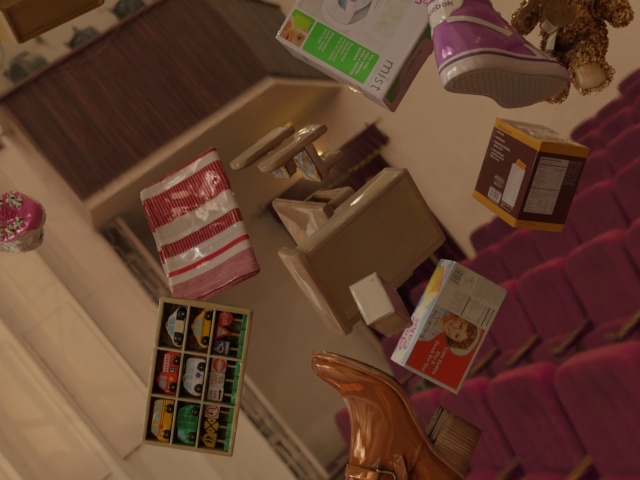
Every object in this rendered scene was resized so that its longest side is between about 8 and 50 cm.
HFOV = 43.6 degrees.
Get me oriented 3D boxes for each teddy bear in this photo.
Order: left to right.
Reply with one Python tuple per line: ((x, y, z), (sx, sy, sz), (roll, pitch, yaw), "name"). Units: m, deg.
((0.493, -0.432, 1.568), (0.113, 0.338, 0.245), (6, -26, -37), "teddy bear")

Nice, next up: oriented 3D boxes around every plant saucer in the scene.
((-0.633, -0.575, 1.859), (0.332, 0.081, 0.333), (-30, 3, -12), "plant saucer")

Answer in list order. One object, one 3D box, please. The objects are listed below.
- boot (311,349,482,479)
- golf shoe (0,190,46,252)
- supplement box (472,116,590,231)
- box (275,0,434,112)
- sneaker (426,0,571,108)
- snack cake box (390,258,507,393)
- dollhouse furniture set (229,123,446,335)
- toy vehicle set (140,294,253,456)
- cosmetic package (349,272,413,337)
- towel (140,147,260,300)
((0.069, 0.304, 1.157), (0.220, 0.283, 0.109), (-59, 4, -6), "boot")
((-0.650, -0.033, 1.733), (0.140, 0.115, 0.306), (11, -15, -42), "golf shoe")
((0.460, -0.148, 1.770), (0.191, 0.129, 0.194), (-128, 47, -59), "supplement box")
((0.094, -0.399, 1.407), (0.262, 0.231, 0.127), (-58, -15, 6), "box")
((0.249, -0.280, 1.110), (0.102, 0.161, 0.282), (-26, -18, 36), "sneaker")
((0.294, 0.194, 1.824), (0.264, 0.152, 0.089), (-62, 14, -5), "snack cake box")
((0.000, 0.000, 1.498), (0.256, 0.362, 0.394), (-40, 22, -20), "dollhouse furniture set")
((-0.219, 0.241, 1.427), (0.035, 0.166, 0.267), (-110, 28, -86), "toy vehicle set")
((0.081, 0.087, 1.050), (0.041, 0.060, 0.115), (-29, -23, 10), "cosmetic package")
((-0.290, -0.026, 1.881), (0.237, 0.329, 0.037), (-27, -18, 19), "towel")
